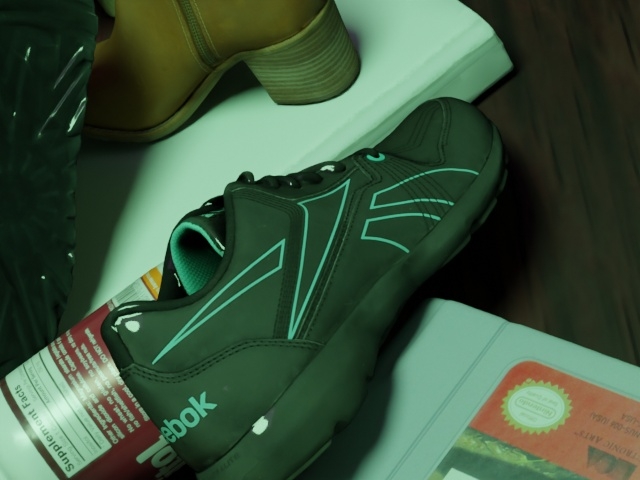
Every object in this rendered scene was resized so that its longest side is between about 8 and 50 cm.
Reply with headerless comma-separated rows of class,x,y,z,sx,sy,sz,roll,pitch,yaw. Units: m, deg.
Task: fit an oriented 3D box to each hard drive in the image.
hard drive,-0.070,-0.052,1.060,0.307,0.040,0.203,-39,41,-5

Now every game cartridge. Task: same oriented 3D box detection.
game cartridge,0.095,0.140,0.760,0.294,0.060,0.196,19,67,43

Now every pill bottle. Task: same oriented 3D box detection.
pill bottle,-0.106,0.085,0.914,0.152,0.086,0.086,-36,41,-3

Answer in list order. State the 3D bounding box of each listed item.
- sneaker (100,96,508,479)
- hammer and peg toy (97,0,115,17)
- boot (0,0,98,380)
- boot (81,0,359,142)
sneaker,0.000,0.000,0.868,0.101,0.106,0.267,-42,8,44
hammer and peg toy,-0.057,-0.318,1.245,0.361,0.127,0.266,-34,39,-1
boot,-0.199,-0.029,1.021,0.207,0.094,0.246,7,85,64
boot,-0.090,-0.131,1.000,0.197,0.152,0.073,-9,47,26
